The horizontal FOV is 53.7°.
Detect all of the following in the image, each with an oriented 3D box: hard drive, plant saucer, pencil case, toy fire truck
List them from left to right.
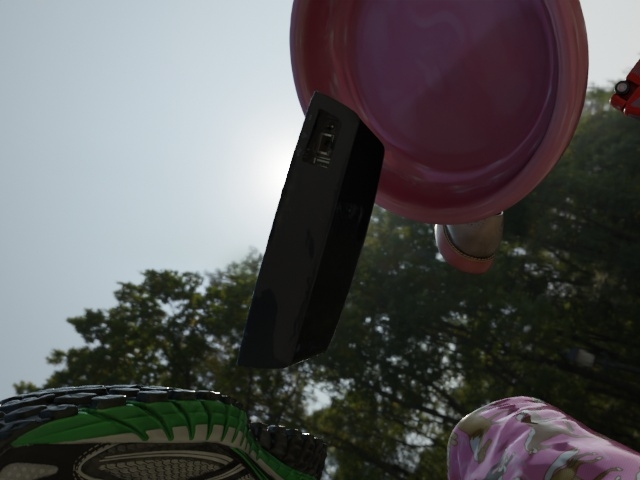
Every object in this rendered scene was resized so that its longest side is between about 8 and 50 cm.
[{"bbox_3d":[0.000,0.000,0.625,0.172,0.054,0.254,15,-89,-73],"label":"hard drive"},{"bbox_3d":[0.113,-0.181,0.651,0.084,0.332,0.332,-32,-57,-40],"label":"plant saucer"},{"bbox_3d":[0.249,0.243,0.504,0.160,0.386,0.167,-14,-84,-15],"label":"pencil case"},{"bbox_3d":[0.497,-0.230,0.834,0.047,0.135,0.192,1,-55,-56],"label":"toy fire truck"}]

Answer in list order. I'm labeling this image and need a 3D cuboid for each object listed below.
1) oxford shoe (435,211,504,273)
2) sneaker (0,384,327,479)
[{"bbox_3d":[0.249,-0.106,1.087,0.348,0.123,0.130,-100,20,-45],"label":"oxford shoe"},{"bbox_3d":[-0.096,0.188,0.438,0.343,0.134,0.146,42,-134,-49],"label":"sneaker"}]
